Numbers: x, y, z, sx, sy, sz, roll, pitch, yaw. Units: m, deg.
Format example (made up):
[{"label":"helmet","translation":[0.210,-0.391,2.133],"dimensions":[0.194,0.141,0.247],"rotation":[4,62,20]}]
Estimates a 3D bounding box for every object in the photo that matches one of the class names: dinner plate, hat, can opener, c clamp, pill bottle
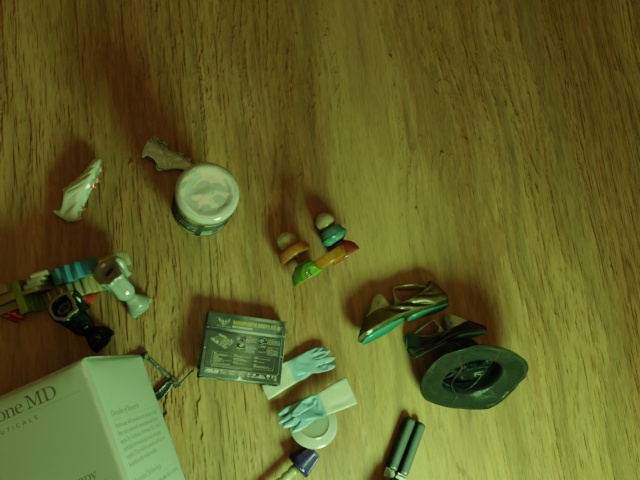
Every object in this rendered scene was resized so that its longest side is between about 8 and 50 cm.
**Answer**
[{"label":"dinner plate","translation":[-0.020,0.523,1.557],"dimensions":[0.141,0.017,0.141],"rotation":[6,51,-8]},{"label":"hat","translation":[0.457,0.389,1.685],"dimensions":[0.332,0.331,0.134],"rotation":[10,35,-15]},{"label":"can opener","translation":[0.241,0.667,1.609],"dimensions":[0.074,0.093,0.280],"rotation":[29,68,-9]},{"label":"c clamp","translation":[-0.454,0.364,1.485],"dimensions":[0.161,0.022,0.137],"rotation":[39,77,-9]},{"label":"pill bottle","translation":[-0.317,-0.098,1.472],"dimensions":[0.162,0.278,0.162],"rotation":[3,79,-17]}]

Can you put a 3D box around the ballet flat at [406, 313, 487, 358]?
[{"label":"ballet flat","translation":[0.397,0.289,1.724],"dimensions":[0.281,0.095,0.096],"rotation":[-14,72,-19]}]

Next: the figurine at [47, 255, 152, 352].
[{"label":"figurine","translation":[-0.552,0.175,1.409],"dimensions":[0.092,0.209,0.215],"rotation":[35,67,32]}]

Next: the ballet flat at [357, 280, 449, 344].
[{"label":"ballet flat","translation":[0.240,0.208,1.688],"dimensions":[0.343,0.116,0.124],"rotation":[-20,66,-20]}]

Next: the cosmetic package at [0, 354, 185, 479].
[{"label":"cosmetic package","translation":[-0.540,0.502,1.211],"dimensions":[0.330,0.327,0.393],"rotation":[-24,80,-2]}]

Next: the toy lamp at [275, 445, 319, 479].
[{"label":"toy lamp","translation":[-0.120,0.676,1.500],"dimensions":[0.275,0.080,0.080],"rotation":[-36,92,-18]}]

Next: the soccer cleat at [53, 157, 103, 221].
[{"label":"soccer cleat","translation":[-0.662,-0.145,1.489],"dimensions":[0.076,0.068,0.196],"rotation":[22,77,-9]}]

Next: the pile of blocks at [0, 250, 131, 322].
[{"label":"pile of blocks","translation":[-0.661,0.131,1.393],"dimensions":[0.362,0.149,0.112],"rotation":[-20,86,-20]}]

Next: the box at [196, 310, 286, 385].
[{"label":"box","translation":[-0.219,0.306,1.534],"dimensions":[0.231,0.056,0.183],"rotation":[10,68,-15]}]

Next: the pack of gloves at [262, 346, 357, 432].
[{"label":"pack of gloves","translation":[-0.040,0.432,1.581],"dimensions":[0.232,0.046,0.195],"rotation":[-22,74,-12]}]

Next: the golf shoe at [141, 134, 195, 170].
[{"label":"golf shoe","translation":[-0.435,-0.229,1.585],"dimensions":[0.176,0.069,0.086],"rotation":[33,92,-6]}]

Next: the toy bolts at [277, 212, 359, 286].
[{"label":"toy bolts","translation":[0.000,0.000,1.608],"dimensions":[0.229,0.218,0.158],"rotation":[-27,82,-38]}]
